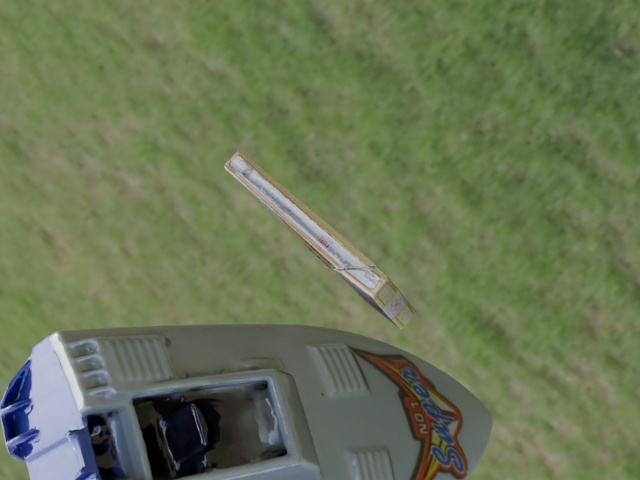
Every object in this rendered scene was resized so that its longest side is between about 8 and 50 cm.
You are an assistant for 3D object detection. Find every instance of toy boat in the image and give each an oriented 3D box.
[{"bbox_3d":[-0.012,0.102,0.808,0.088,0.295,0.129,-36,64,42],"label":"toy boat"}]

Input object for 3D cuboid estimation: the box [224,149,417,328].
[{"bbox_3d":[0.000,0.000,0.596,0.083,0.012,0.046,42,177,26],"label":"box"}]
